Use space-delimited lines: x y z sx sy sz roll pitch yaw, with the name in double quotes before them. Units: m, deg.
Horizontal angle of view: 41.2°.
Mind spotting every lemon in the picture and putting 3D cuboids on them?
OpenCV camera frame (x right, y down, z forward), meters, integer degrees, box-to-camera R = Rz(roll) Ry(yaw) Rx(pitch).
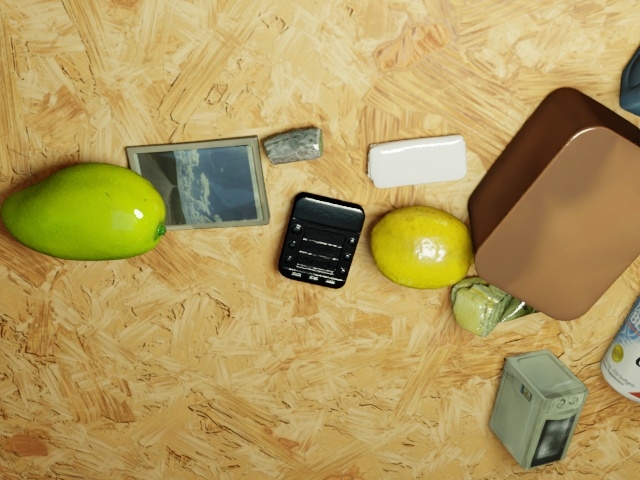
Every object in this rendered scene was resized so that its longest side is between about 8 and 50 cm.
"lemon" 0.199 0.014 1.636 0.208 0.170 0.170 7 121 5

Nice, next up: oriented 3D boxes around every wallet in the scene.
"wallet" 0.182 -0.149 1.617 0.190 0.033 0.095 -8 119 6

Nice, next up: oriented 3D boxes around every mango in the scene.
"mango" -0.460 -0.053 1.627 0.343 0.156 0.192 -2 112 14

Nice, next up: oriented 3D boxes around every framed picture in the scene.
"framed picture" -0.236 -0.108 1.666 0.260 0.023 0.188 -3 118 5

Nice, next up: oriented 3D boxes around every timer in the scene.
"timer" 0.000 0.000 1.703 0.144 0.055 0.187 13 116 -7

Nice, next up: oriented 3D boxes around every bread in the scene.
"bread" 0.325 0.123 1.741 0.110 0.156 0.103 22 117 27

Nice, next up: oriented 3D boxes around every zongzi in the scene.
"zongzi" 0.410 0.108 1.730 0.113 0.052 0.104 -15 117 -22

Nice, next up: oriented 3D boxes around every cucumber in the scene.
"cucumber" -0.050 -0.176 1.593 0.112 0.064 0.064 -8 120 10

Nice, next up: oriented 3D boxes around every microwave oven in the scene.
"microwave oven" 0.469 0.360 1.830 0.129 0.163 0.204 -7 124 -21

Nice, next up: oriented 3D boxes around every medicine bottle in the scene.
"medicine bottle" 0.696 0.182 1.721 0.157 0.157 0.288 15 120 -6

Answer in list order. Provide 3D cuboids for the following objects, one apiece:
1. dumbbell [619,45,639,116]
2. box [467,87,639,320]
"dumbbell" 0.688 -0.242 1.478 0.316 0.143 0.156 21 119 -9
"box" 0.440 -0.073 1.537 0.240 0.229 0.339 27 118 -14
